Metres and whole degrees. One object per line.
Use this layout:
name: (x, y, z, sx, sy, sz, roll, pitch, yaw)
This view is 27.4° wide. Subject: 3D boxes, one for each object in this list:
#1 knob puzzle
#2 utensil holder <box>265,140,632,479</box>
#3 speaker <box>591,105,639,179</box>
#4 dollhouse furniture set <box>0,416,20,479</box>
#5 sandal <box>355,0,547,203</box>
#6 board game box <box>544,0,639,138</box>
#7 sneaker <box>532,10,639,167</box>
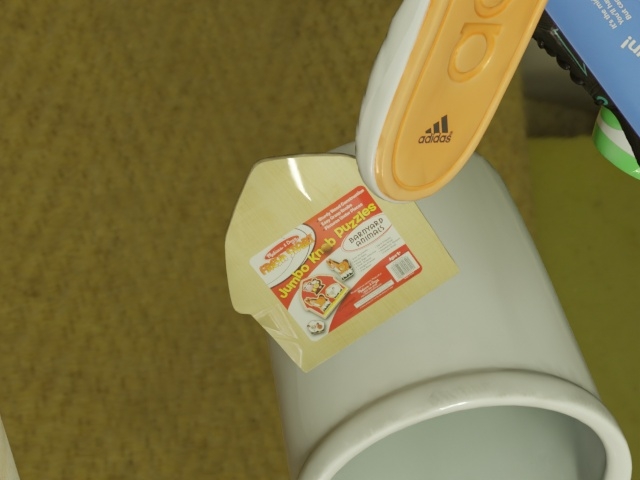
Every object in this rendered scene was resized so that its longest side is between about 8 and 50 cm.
knob puzzle: (0.000, 0.000, 1.156, 0.213, 0.030, 0.213, -3, 115, -7)
utensil holder: (0.106, 0.123, 1.370, 0.327, 0.327, 0.385, 24, 34, -30)
speaker: (0.411, -0.207, 1.406, 0.131, 0.297, 0.131, 20, 29, -12)
dollhouse furniture set: (-0.339, 0.156, 0.932, 0.198, 0.303, 0.286, -15, 69, -20)
sandal: (0.095, -0.119, 0.528, 0.102, 0.076, 0.265, -11, 129, -43)
board game box: (0.258, -0.117, 0.660, 0.347, 0.233, 0.078, 52, 49, -7)
sneaker: (0.188, -0.154, 0.878, 0.101, 0.106, 0.267, -70, 143, -56)
